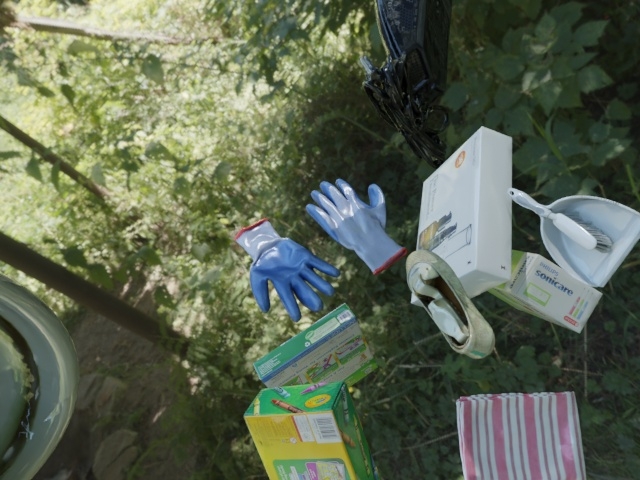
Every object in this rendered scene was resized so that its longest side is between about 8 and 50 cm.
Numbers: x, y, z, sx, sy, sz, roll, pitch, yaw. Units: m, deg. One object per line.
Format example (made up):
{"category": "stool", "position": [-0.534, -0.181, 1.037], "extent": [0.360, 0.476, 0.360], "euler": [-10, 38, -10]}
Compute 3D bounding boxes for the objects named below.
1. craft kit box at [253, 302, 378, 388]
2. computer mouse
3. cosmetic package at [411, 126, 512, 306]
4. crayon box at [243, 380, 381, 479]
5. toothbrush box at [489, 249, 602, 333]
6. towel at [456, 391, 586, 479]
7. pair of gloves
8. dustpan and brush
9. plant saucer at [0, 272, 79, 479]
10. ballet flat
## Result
{"category": "craft kit box", "position": [0.000, 0.297, 1.126], "extent": [0.250, 0.246, 0.061], "euler": [-32, 43, -8]}
{"category": "computer mouse", "position": [0.092, -0.230, 0.520], "extent": [0.072, 0.188, 0.272], "euler": [0, 75, 30]}
{"category": "cosmetic package", "position": [0.344, -0.043, 1.166], "extent": [0.284, 0.098, 0.377], "euler": [133, 152, -60]}
{"category": "crayon box", "position": [0.000, 0.386, 0.813], "extent": [0.166, 0.278, 0.081], "euler": [-13, 15, 24]}
{"category": "toothbrush box", "position": [0.559, 0.120, 1.282], "extent": [0.122, 0.206, 0.283], "euler": [-60, 10, -1]}
{"category": "towel", "position": [0.329, 0.327, 0.780], "extent": [0.197, 0.029, 0.144], "euler": [-5, 82, 5]}
{"category": "pair of gloves", "position": [0.000, 0.000, 0.546], "extent": [0.198, 0.023, 0.159], "euler": [-32, 52, -11]}
{"category": "dustpan and brush", "position": [0.411, -0.033, 0.807], "extent": [0.211, 0.060, 0.147], "euler": [53, 138, 43]}
{"category": "plant saucer", "position": [-0.430, 0.153, 0.397], "extent": [0.101, 0.400, 0.400], "euler": [37, 87, 37]}
{"category": "ballet flat", "position": [0.138, 0.064, 0.550], "extent": [0.057, 0.052, 0.168], "euler": [-60, 40, 24]}
